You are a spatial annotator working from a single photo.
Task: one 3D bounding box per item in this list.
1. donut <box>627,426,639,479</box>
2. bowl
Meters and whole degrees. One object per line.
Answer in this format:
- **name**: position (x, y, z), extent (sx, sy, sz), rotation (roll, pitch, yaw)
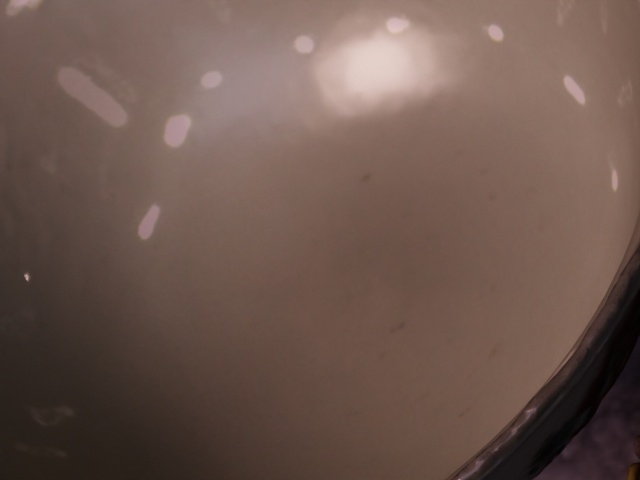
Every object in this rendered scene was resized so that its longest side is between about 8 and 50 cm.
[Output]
- **donut**: position (0.245, 0.121, 0.727), extent (0.259, 0.136, 0.345), rotation (7, 105, 7)
- **bowl**: position (0.000, 0.000, 0.683), extent (0.337, 0.337, 0.157), rotation (-30, 140, 14)
